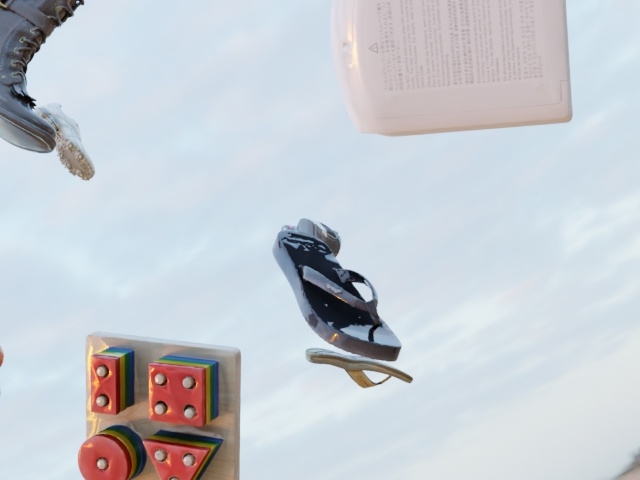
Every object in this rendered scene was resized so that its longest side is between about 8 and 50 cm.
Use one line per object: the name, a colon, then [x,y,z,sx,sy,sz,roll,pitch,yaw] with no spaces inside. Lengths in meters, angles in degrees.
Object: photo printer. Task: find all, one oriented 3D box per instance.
photo printer: [0.168,-0.266,1.838,0.308,0.256,0.107,-5,14,7]

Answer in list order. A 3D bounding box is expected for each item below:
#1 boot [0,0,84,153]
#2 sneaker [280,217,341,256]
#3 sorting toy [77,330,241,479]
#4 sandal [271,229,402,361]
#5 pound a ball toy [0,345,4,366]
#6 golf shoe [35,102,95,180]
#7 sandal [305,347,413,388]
boot: [-0.407,-0.268,1.941,0.229,0.263,0.091,-49,-9,-20]
sneaker: [0.000,0.000,2.073,0.077,0.072,0.178,0,6,-20]
sorting toy: [-0.257,0.284,2.156,0.257,0.255,0.089,5,11,20]
sandal: [0.014,0.053,1.636,0.097,0.254,0.054,6,-61,-35]
pound a ball toy: [-0.514,0.122,1.912,0.136,0.208,0.319,-14,11,-22]
golf shoe: [-0.496,-0.204,2.809,0.069,0.176,0.086,-32,7,41]
sandal: [0.059,0.211,2.256,0.180,0.049,0.072,12,1,-13]
